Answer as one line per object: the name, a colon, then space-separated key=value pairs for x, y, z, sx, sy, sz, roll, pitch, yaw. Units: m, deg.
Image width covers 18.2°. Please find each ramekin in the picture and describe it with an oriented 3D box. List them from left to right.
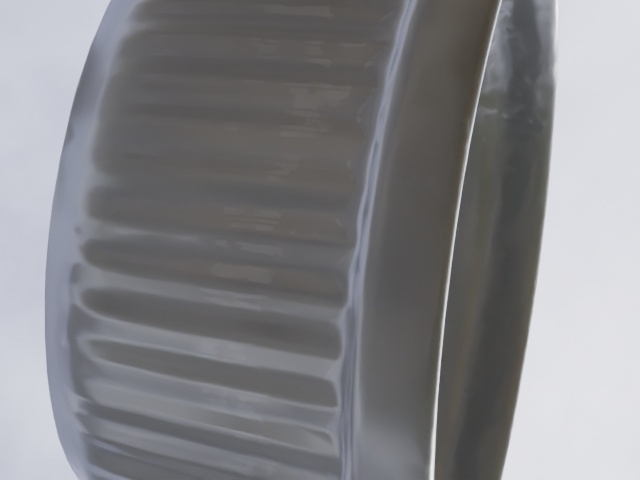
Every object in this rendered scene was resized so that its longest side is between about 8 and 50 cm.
ramekin: x=0.000 y=0.000 z=0.575 sx=0.109 sy=0.207 sz=0.207 roll=8 pitch=-120 yaw=12
